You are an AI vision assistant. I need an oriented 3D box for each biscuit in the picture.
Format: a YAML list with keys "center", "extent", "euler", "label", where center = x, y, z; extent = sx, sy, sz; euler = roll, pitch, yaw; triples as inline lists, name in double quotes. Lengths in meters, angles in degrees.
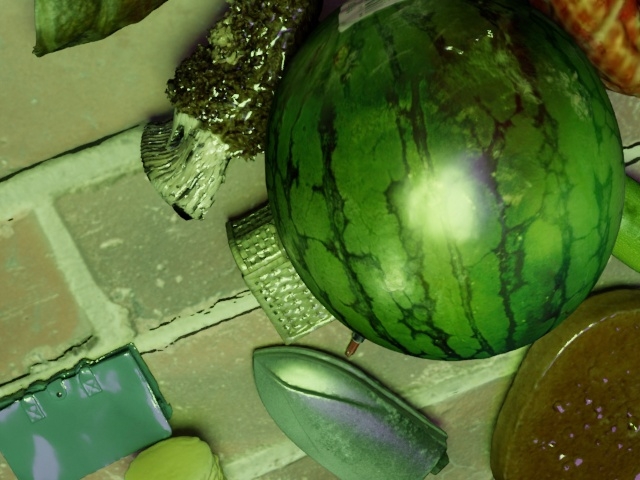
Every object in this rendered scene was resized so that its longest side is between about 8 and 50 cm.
- center: [0.429, 0.255, 1.268]
  extent: [0.350, 0.070, 0.394]
  euler: [16, 111, -18]
  label: "biscuit"

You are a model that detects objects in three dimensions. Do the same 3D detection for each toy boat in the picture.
- center: [0.032, 0.246, 1.191]
  extent: [0.319, 0.092, 0.141]
  euler: [38, 104, -15]
  label: "toy boat"

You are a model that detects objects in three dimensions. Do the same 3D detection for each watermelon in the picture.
- center: [0.112, -0.063, 0.806]
  extent: [0.363, 0.363, 0.363]
  euler: [-3, 114, -8]
  label: "watermelon"

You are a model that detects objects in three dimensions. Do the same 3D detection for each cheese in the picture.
- center: [-0.186, 0.347, 1.166]
  extent: [0.123, 0.094, 0.167]
  euler: [-16, 138, -5]
  label: "cheese"

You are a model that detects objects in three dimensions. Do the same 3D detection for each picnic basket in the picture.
- center: [0.000, 0.000, 1.049]
  extent: [0.196, 0.134, 0.154]
  euler: [-29, 113, 4]
  label: "picnic basket"

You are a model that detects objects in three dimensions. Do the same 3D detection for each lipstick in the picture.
- center: [0.059, 0.118, 1.170]
  extent: [0.025, 0.025, 0.107]
  euler: [20, 115, -16]
  label: "lipstick"

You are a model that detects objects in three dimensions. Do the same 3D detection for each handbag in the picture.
- center: [-0.322, 0.238, 1.150]
  extent: [0.221, 0.057, 0.144]
  euler: [-24, 111, 3]
  label: "handbag"

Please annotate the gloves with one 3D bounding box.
- center: [-0.079, -0.181, 0.928]
  extent: [0.135, 0.210, 0.312]
  euler: [34, 113, -5]
  label: "gloves"

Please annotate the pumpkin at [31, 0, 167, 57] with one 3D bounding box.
- center: [-0.194, -0.318, 0.851]
  extent: [0.148, 0.169, 0.312]
  euler: [9, 112, -10]
  label: "pumpkin"

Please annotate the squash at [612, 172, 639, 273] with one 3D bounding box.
- center: [0.394, -0.030, 1.117]
  extent: [0.378, 0.101, 0.101]
  euler: [33, 105, -18]
  label: "squash"

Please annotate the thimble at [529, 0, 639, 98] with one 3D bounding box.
- center: [0.308, -0.329, 0.849]
  extent: [0.350, 0.230, 0.350]
  euler: [-15, 122, -25]
  label: "thimble"
